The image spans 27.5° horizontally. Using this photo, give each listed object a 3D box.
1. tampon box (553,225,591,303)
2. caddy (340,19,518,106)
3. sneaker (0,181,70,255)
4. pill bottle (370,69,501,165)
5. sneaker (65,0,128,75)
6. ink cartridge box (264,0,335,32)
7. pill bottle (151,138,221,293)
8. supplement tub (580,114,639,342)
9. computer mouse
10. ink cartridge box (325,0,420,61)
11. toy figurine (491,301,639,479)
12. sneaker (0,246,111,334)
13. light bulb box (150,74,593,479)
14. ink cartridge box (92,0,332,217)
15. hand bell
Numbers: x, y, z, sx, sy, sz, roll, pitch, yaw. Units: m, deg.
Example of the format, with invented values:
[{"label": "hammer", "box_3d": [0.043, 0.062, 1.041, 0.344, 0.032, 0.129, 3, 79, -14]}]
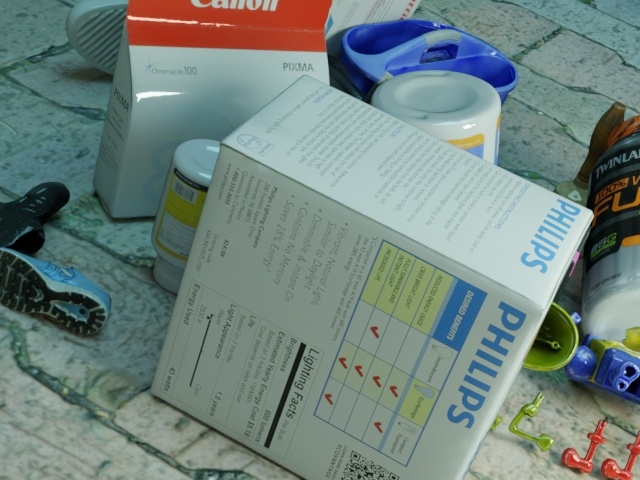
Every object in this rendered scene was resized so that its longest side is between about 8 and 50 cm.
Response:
[{"label": "tampon box", "box_3d": [0.284, 0.047, 1.784, 0.101, 0.161, 0.120, 25, 33, 9]}, {"label": "caddy", "box_3d": [0.175, -0.275, 2.200, 0.341, 0.179, 0.241, -15, 47, -43]}, {"label": "sneaker", "box_3d": [-0.366, -0.016, 1.635, 0.170, 0.051, 0.089, -23, 51, -41]}, {"label": "pill bottle", "box_3d": [0.134, -0.052, 1.564, 0.152, 0.272, 0.152, 0, 32, 0]}, {"label": "sneaker", "box_3d": [-0.276, -0.347, 2.121, 0.366, 0.135, 0.150, 1, 34, -47]}, {"label": "ink cartridge box", "box_3d": [-0.127, -0.286, 1.930, 0.131, 0.306, 0.226, -14, 45, -43]}, {"label": "pill bottle", "box_3d": [-0.153, -0.026, 1.634, 0.103, 0.184, 0.103, 14, 32, -9]}, {"label": "supplement tub", "box_3d": [0.473, -0.005, 1.826, 0.207, 0.207, 0.338, 16, 52, -6]}, {"label": "computer mouse", "box_3d": [0.008, -0.221, 2.045, 0.072, 0.188, 0.272, 25, 15, -36]}, {"label": "ink cartridge box", "box_3d": [0.010, -0.431, 2.255, 0.197, 0.198, 0.270, 39, 15, 29]}, {"label": "toy figurine", "box_3d": [0.353, 0.188, 1.681, 0.362, 0.191, 0.217, 19, 2, 3]}, {"label": "sneaker", "box_3d": [-0.321, 0.056, 1.553, 0.162, 0.063, 0.073, 28, 19, 1]}, {"label": "light bulb box", "box_3d": [0.050, 0.072, 1.432, 0.361, 0.358, 0.225, 27, 35, 11]}, {"label": "ink cartridge box", "box_3d": [-0.118, -0.214, 1.749, 0.308, 0.385, 0.091, -3, 35, -32]}, {"label": "hand bell", "box_3d": [0.408, -0.106, 2.009, 0.126, 0.242, 0.126, 13, 32, -9]}]
